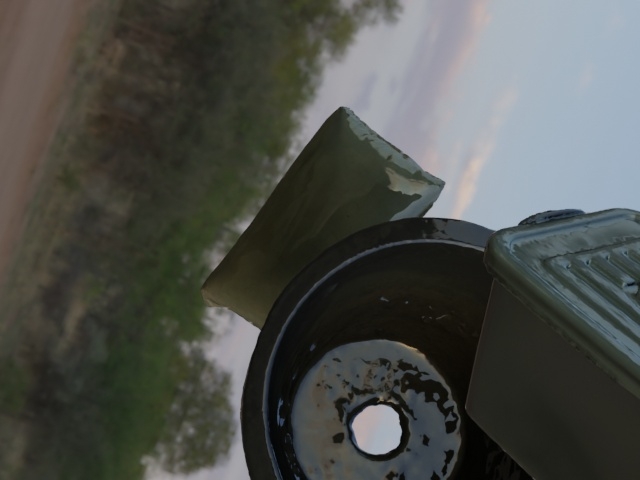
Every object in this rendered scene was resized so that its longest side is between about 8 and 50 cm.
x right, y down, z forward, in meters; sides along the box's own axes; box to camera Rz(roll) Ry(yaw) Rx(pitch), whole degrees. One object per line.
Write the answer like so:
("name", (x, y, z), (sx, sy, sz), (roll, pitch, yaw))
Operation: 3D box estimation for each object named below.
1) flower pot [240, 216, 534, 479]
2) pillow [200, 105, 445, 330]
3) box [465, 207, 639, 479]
("flower pot", (0.061, 0.131, 0.940), (0.166, 0.269, 0.269), (136, -24, -70))
("pillow", (0.000, 0.000, 1.106), (0.208, 0.119, 0.053), (-54, -177, 7))
("box", (0.106, 0.049, 0.430), (0.122, 0.084, 0.069), (44, -49, 40))
